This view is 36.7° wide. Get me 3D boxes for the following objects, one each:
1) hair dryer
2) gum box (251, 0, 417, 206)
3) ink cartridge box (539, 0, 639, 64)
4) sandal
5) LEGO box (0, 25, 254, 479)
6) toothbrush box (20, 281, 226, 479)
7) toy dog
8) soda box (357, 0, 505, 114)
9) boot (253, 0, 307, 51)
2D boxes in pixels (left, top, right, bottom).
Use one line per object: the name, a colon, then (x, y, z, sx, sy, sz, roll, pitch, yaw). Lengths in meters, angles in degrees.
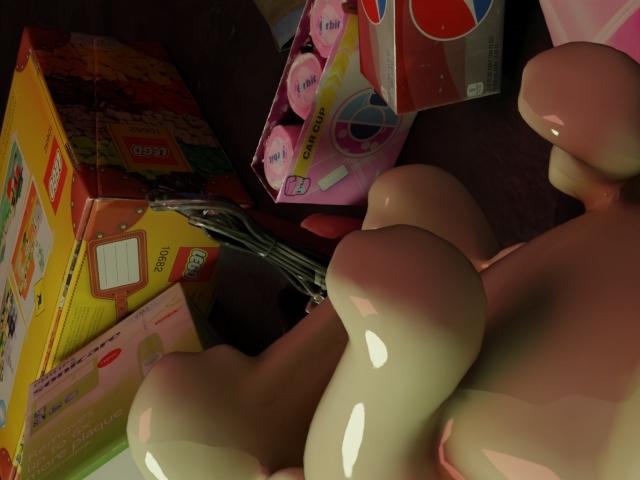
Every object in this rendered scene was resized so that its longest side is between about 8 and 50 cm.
hair dryer: (0.000, 0.000, 0.774, 0.080, 0.223, 0.293, -57, -7, 4)
gum box: (0.025, -0.124, 0.826, 0.062, 0.107, 0.188, 54, 132, 44)
ink cartridge box: (0.211, -0.183, 0.579, 0.176, 0.069, 0.371, -40, 54, 51)
sandal: (-0.021, 0.118, 0.891, 0.446, 0.107, 0.167, 42, 123, 51)
LEGO box: (-0.309, 0.032, 1.271, 0.372, 0.193, 0.500, 59, 135, 41)
toothbrush box: (-0.177, 0.183, 0.961, 0.122, 0.206, 0.283, 56, 177, -19)
toy dog: (0.140, 0.117, 0.430, 0.395, 0.284, 0.408, 62, 152, -5)
soda box: (0.075, -0.227, 0.674, 0.083, 0.092, 0.263, -120, 21, -53)
boot: (0.008, -0.256, 0.915, 0.219, 0.082, 0.106, -8, 104, 53)
